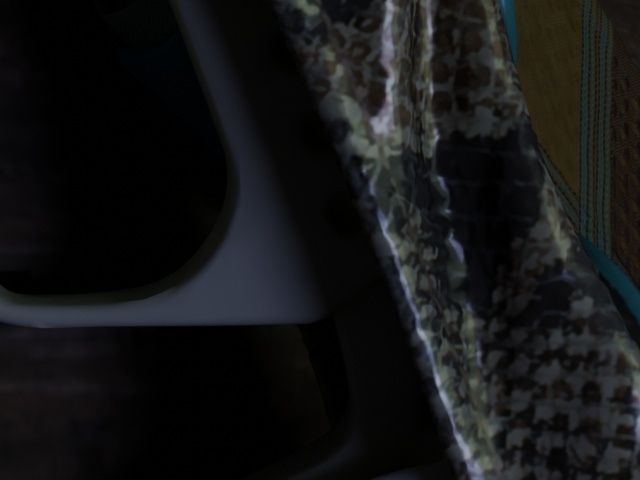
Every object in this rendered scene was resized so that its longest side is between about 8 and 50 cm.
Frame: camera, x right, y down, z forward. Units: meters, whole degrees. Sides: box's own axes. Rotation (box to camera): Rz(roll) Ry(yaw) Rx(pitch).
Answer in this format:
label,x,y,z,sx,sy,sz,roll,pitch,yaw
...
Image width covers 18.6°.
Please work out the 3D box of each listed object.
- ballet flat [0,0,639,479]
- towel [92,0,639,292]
label,x,y,z,sx,sy,sz,roll,pitch,yaw
ballet flat,0.000,0.000,0.515,0.483,0.182,0.164,68,-13,-6
towel,0.047,-0.065,0.759,0.370,0.040,0.271,49,38,-42
